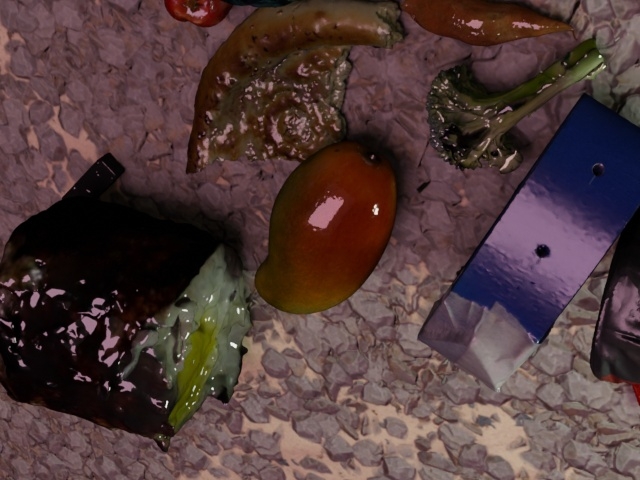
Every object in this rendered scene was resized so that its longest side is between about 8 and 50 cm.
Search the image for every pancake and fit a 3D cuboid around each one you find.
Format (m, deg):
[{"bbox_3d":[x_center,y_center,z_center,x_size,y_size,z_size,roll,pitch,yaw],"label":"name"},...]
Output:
[{"bbox_3d":[-0.046,-0.174,1.342,0.197,0.054,0.376,47,130,-6],"label":"pancake"}]

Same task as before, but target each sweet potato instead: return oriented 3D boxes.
[{"bbox_3d":[0.177,-0.233,1.187,0.195,0.056,0.056,12,124,16],"label":"sweet potato"}]

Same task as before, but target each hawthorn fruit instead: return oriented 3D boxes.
[{"bbox_3d":[-0.146,-0.287,1.303,0.093,0.093,0.093,14,124,21],"label":"hawthorn fruit"}]

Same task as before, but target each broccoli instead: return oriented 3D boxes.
[{"bbox_3d":[0.209,-0.153,1.200,0.204,0.118,0.122,-25,74,21],"label":"broccoli"}]

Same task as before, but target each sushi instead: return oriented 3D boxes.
[{"bbox_3d":[-0.269,0.101,1.488,0.294,0.281,0.299,17,140,18],"label":"sushi"}]

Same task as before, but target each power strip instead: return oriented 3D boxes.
[{"bbox_3d":[-0.319,-0.078,1.562,0.038,0.029,0.111,49,127,-5],"label":"power strip"}]

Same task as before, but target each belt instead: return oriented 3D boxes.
[{"bbox_3d":[0.234,0.010,1.200,0.117,0.212,0.347,34,129,5],"label":"belt"}]

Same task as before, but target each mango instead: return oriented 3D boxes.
[{"bbox_3d":[0.006,0.000,1.376,0.146,0.129,0.289,9,139,-7],"label":"mango"}]

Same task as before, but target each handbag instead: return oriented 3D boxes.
[{"bbox_3d":[0.382,0.066,1.128,0.181,0.254,0.181,13,112,18],"label":"handbag"}]

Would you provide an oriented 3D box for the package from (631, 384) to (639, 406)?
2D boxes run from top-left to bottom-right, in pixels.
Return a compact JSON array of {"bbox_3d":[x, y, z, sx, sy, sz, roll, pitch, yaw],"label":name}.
[{"bbox_3d":[0.456,0.160,1.295,0.200,0.022,0.083,-16,110,36],"label":"package"}]

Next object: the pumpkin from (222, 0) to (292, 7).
[{"bbox_3d":[-0.080,-0.354,1.128,0.248,0.248,0.248,14,124,21],"label":"pumpkin"}]
